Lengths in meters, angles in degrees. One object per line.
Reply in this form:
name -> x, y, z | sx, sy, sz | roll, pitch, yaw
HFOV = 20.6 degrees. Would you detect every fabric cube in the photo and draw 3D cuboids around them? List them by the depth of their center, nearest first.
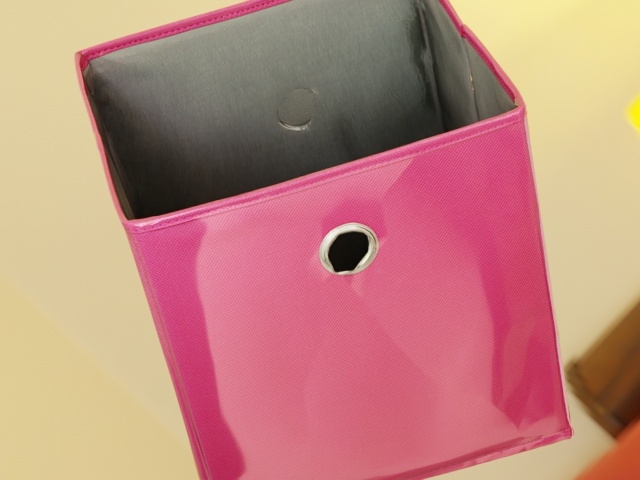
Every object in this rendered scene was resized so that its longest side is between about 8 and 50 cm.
fabric cube -> 0.000, 0.000, 1.183 | 0.254, 0.258, 0.259 | -16, 33, -5
